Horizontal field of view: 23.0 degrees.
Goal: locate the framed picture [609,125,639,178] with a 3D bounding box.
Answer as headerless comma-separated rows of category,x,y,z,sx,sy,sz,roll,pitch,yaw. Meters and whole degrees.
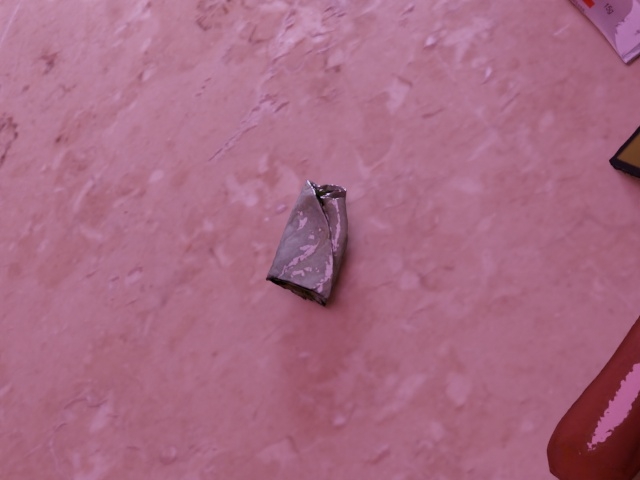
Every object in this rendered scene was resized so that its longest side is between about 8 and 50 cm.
framed picture,0.410,-0.154,1.310,0.324,0.013,0.244,-48,27,-3

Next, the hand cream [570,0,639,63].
hand cream,0.251,-0.252,1.505,0.052,0.038,0.216,-56,52,26

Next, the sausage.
sausage,0.257,0.123,1.267,0.077,0.077,0.194,34,82,37

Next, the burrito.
burrito,-0.003,0.000,1.491,0.074,0.044,0.118,12,72,30
